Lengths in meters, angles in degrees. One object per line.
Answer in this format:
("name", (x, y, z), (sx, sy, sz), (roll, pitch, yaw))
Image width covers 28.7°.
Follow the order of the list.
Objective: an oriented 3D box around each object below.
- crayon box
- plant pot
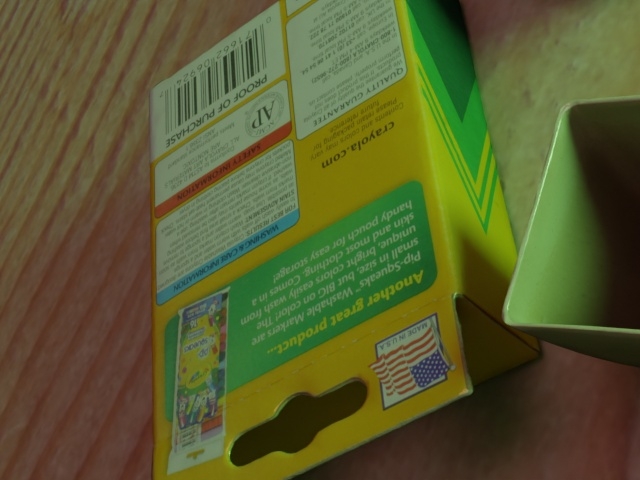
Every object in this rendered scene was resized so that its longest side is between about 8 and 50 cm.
("crayon box", (0.000, 0.000, 0.707), (0.203, 0.083, 0.323), (-30, 46, 27))
("plant pot", (0.160, 0.007, 0.536), (0.109, 0.096, 0.109), (1, 66, 44))
